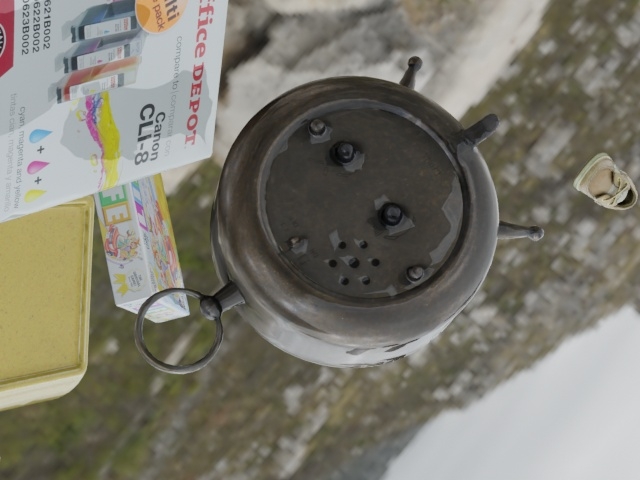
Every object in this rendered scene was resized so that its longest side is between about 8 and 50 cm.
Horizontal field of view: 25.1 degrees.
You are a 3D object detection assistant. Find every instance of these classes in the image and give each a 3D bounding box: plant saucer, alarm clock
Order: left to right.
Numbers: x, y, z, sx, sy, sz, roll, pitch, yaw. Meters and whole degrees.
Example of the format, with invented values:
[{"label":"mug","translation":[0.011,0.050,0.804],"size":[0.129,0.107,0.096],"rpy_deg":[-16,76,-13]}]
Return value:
[{"label":"plant saucer","translation":[-0.387,0.061,1.777],"size":[0.333,0.081,0.333],"rpy_deg":[-7,102,-61]},{"label":"alarm clock","translation":[0.000,0.000,0.653],"size":[0.192,0.129,0.064],"rpy_deg":[-33,171,-13]}]

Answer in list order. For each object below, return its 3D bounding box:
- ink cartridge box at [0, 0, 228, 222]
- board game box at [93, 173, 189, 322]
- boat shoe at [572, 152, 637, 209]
[{"label":"ink cartridge box","translation":[-0.150,-0.100,0.711],"size":[0.176,0.127,0.128],"rpy_deg":[-23,132,-43]},{"label":"board game box","translation":[-0.128,-0.026,0.980],"size":[0.026,0.154,0.103],"rpy_deg":[-14,169,6]},{"label":"boat shoe","translation":[0.313,-0.061,1.553],"size":[0.050,0.045,0.135],"rpy_deg":[-54,156,15]}]
